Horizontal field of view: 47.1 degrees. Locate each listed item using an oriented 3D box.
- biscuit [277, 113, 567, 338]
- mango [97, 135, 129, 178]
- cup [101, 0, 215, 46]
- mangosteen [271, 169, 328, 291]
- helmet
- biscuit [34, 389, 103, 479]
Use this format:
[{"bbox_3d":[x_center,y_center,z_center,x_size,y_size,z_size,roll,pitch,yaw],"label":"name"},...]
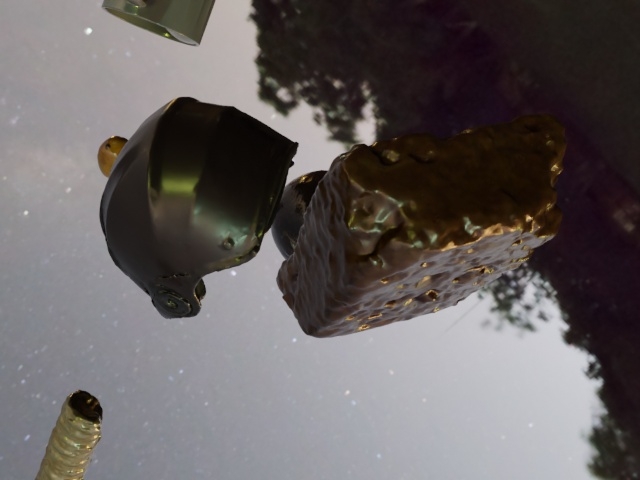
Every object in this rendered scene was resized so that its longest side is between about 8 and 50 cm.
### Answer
[{"bbox_3d":[0.139,0.001,1.050,0.342,0.395,0.166,-11,-112,-19],"label":"biscuit"},{"bbox_3d":[-0.432,-0.170,1.603,0.190,0.098,0.075,79,166,-74],"label":"mango"},{"bbox_3d":[-0.338,-0.634,1.620,0.237,0.327,0.323,21,-174,6],"label":"cup"},{"bbox_3d":[0.000,0.000,1.407,0.235,0.235,0.261,38,-115,-18],"label":"mangosteen"},{"bbox_3d":[-0.170,-0.046,0.878,0.177,0.305,0.225,33,-138,-20],"label":"helmet"},{"bbox_3d":[-0.299,0.266,0.860,0.055,0.219,0.061,-5,-140,-44],"label":"biscuit"}]
